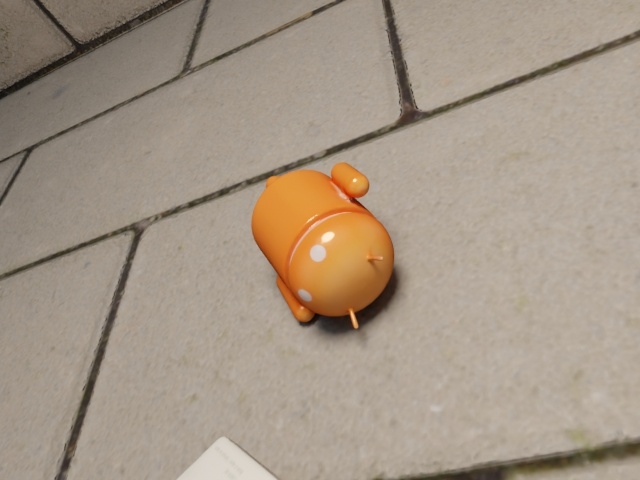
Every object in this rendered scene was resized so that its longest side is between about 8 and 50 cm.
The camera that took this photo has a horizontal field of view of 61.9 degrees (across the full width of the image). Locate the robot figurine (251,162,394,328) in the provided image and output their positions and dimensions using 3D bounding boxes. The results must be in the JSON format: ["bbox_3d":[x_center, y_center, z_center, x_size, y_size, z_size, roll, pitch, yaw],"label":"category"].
[{"bbox_3d":[0.000,-0.002,0.612,0.158,0.128,0.219,-38,42,-4],"label":"robot figurine"}]

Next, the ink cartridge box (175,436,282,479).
[{"bbox_3d":[-0.127,0.314,0.297,0.385,0.091,0.308,-43,15,-23],"label":"ink cartridge box"}]
